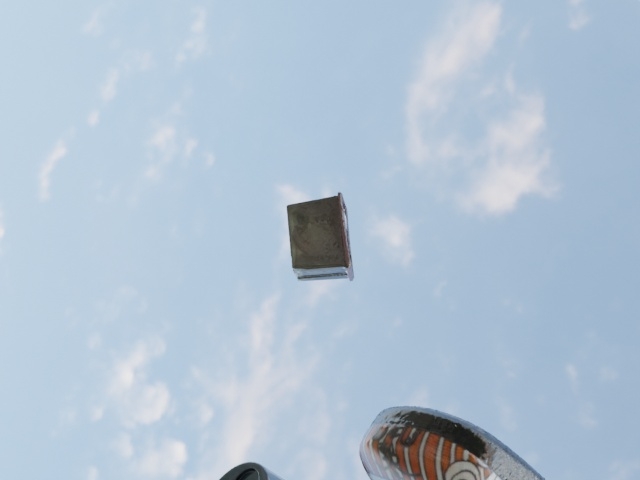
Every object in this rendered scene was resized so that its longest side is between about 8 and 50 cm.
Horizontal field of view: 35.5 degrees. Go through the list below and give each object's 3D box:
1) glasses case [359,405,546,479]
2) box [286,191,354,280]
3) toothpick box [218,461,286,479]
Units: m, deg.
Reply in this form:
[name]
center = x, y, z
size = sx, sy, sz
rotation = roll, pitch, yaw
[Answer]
[glasses case]
center = 0.125, 0.196, 0.626
size = 0.103, 0.266, 0.067
rotation = -9, -140, 53
[box]
center = 0.000, 0.000, 1.049
size = 0.063, 0.060, 0.084
rotation = -8, -107, 3
[toothpick box]
center = -0.032, 0.289, 0.942
size = 0.101, 0.153, 0.101
rotation = -34, -149, 24
